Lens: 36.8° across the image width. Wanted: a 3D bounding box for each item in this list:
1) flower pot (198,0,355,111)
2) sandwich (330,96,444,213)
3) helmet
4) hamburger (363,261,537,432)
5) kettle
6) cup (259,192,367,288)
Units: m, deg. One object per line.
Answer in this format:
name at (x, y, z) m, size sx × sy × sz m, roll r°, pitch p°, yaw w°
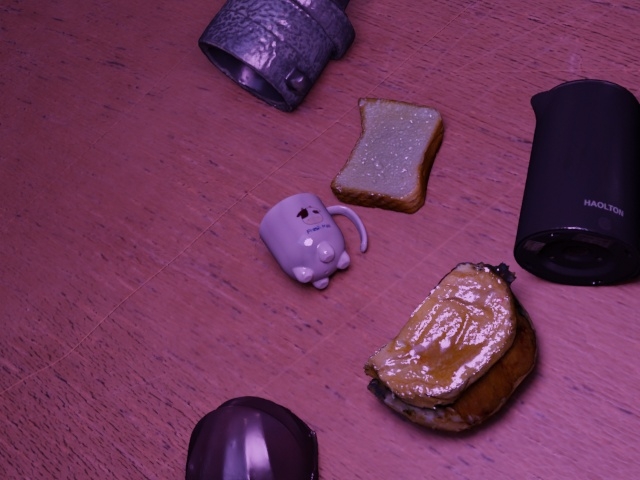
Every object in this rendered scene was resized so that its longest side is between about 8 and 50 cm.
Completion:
flower pot at (-0.075, -0.444, 1.935) m, size 0.299 × 0.299 × 0.283 m, roll 32°, pitch 82°, yaw 31°
sandwich at (0.132, -0.164, 1.849) m, size 0.186 × 0.065 × 0.215 m, roll 12°, pitch 70°, yaw 26°
helmet at (-0.125, 0.397, 1.596) m, size 0.224 × 0.177 × 0.306 m, roll -8°, pitch 61°, yaw 15°
hamburger at (0.236, 0.186, 1.589) m, size 0.309 × 0.132 × 0.211 m, roll -45°, pitch 58°, yaw -5°
kettle at (0.472, -0.100, 1.612) m, size 0.262 × 0.203 × 0.308 m, roll 1°, pitch 62°, yaw 24°
cup at (-0.009, 0.009, 1.794) m, size 0.134 × 0.173 × 0.142 m, roll -53°, pitch 55°, yaw 27°
